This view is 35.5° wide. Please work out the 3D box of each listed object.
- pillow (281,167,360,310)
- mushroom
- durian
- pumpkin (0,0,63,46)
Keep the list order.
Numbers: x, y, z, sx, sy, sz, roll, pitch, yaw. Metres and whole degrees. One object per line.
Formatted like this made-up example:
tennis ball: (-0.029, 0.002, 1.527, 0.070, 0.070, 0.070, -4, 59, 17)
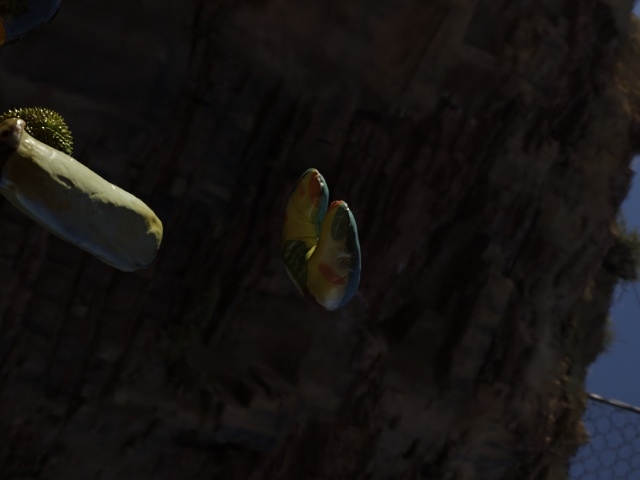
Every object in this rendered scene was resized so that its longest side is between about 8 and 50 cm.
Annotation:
pillow: (0.000, 0.000, 1.632, 0.233, 0.086, 0.214, -123, -144, -53)
mushroom: (-0.310, -0.049, 1.271, 0.081, 0.312, 0.100, 16, -104, 35)
durian: (-0.575, -0.170, 1.950, 0.198, 0.146, 0.159, -33, -137, -5)
pumpkin: (-0.545, -0.435, 1.616, 0.280, 0.190, 0.139, 32, -116, 27)
